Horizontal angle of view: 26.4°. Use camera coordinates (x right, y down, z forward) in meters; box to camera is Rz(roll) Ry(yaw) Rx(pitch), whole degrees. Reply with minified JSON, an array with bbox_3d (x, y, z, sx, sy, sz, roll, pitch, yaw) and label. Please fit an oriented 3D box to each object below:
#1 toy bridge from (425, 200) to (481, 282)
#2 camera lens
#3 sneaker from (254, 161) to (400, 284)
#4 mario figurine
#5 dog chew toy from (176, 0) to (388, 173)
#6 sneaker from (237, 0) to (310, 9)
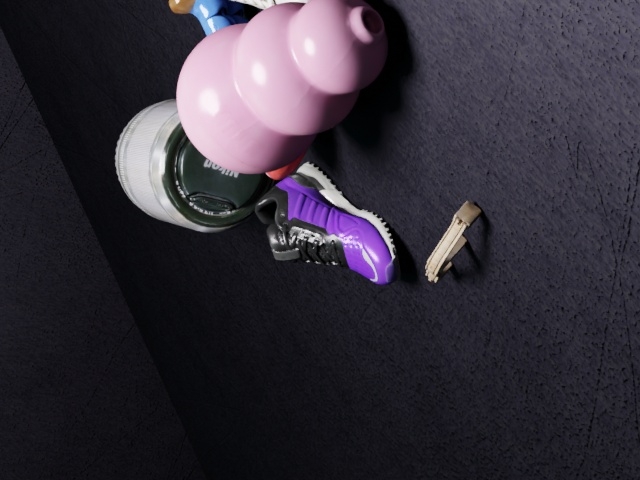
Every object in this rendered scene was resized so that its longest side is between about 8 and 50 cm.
[{"bbox_3d":[0.167,0.015,1.820,0.026,0.063,0.188,38,155,10],"label":"toy bridge"},{"bbox_3d":[-0.217,-0.132,2.330,0.274,0.219,0.219,13,129,64],"label":"camera lens"},{"bbox_3d":[0.000,0.000,2.086,0.293,0.146,0.102,42,152,44],"label":"sneaker"},{"bbox_3d":[-0.135,-0.231,2.061,0.320,0.198,0.170,64,147,7],"label":"mario figurine"},{"bbox_3d":[-0.041,-0.218,1.800,0.332,0.207,0.206,-25,93,45],"label":"dog chew toy"},{"bbox_3d":[-0.111,-0.363,1.921,0.290,0.123,0.105,40,149,43],"label":"sneaker"}]
